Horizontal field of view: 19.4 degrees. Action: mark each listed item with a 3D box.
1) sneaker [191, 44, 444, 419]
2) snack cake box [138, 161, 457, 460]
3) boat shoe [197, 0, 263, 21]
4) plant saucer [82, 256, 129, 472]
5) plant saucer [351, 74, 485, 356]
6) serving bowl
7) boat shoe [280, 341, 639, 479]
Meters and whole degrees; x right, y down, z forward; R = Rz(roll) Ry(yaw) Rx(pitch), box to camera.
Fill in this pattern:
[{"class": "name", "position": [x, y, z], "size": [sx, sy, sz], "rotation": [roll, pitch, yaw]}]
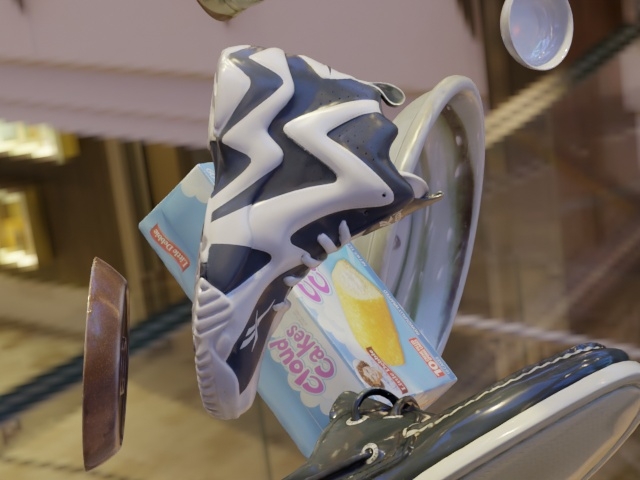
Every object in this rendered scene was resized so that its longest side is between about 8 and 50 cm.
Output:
[{"class": "sneaker", "position": [0.000, 0.000, 1.182], "size": [0.153, 0.235, 0.094], "rotation": [5, -5, -5]}, {"class": "snack cake box", "position": [-0.019, 0.055, 1.621], "size": [0.089, 0.264, 0.152], "rotation": [-44, -15, 24]}, {"class": "boat shoe", "position": [-0.126, -0.342, 1.741], "size": [0.089, 0.285, 0.104], "rotation": [-23, 26, 23]}, {"class": "plant saucer", "position": [-0.166, 0.097, 1.465], "size": [0.029, 0.168, 0.168], "rotation": [1, 19, -3]}, {"class": "plant saucer", "position": [0.087, 0.001, 2.148], "size": [0.101, 0.400, 0.400], "rotation": [12, 25, 17]}, {"class": "serving bowl", "position": [0.192, -0.195, 1.703], "size": [0.083, 0.083, 0.027], "rotation": [-22, 14, -36]}, {"class": "boat shoe", "position": [0.028, 0.143, 1.074], "size": [0.340, 0.127, 0.113], "rotation": [-39, 56, 15]}]
